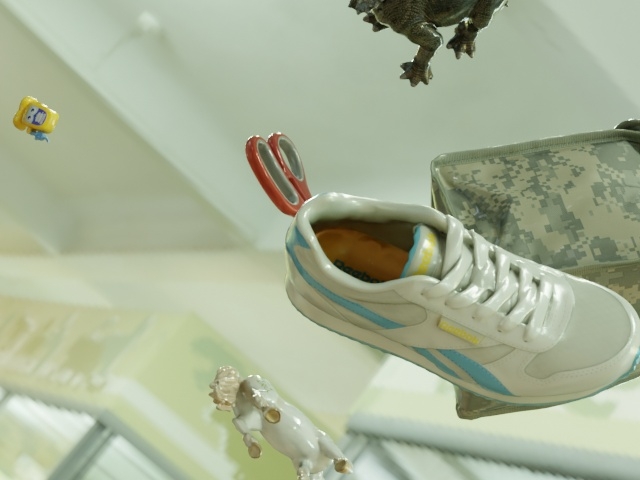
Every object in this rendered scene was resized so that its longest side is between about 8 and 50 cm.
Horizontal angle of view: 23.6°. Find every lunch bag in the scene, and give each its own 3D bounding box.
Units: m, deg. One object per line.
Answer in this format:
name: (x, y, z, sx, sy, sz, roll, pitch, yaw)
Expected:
lunch bag: (0.247, 0.022, 1.359, 0.235, 0.287, 0.169, 82, -2, -56)

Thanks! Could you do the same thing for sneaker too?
sneaker: (0.085, 0.035, 0.931, 0.229, 0.087, 0.092, 14, -25, 8)

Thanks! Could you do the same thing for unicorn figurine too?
unicorn figurine: (-0.021, 0.147, 1.104, 0.162, 0.060, 0.111, 59, -4, -15)

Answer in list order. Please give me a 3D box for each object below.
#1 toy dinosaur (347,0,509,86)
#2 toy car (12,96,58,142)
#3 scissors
toy dinosaur: (0.131, -0.243, 1.448, 0.160, 0.313, 0.121, 107, -31, -63)
toy car: (-0.210, -0.049, 0.935, 0.040, 0.122, 0.060, 21, -20, 36)
scissors: (0.000, 0.000, 1.816, 0.021, 0.109, 0.297, -26, -81, 24)
